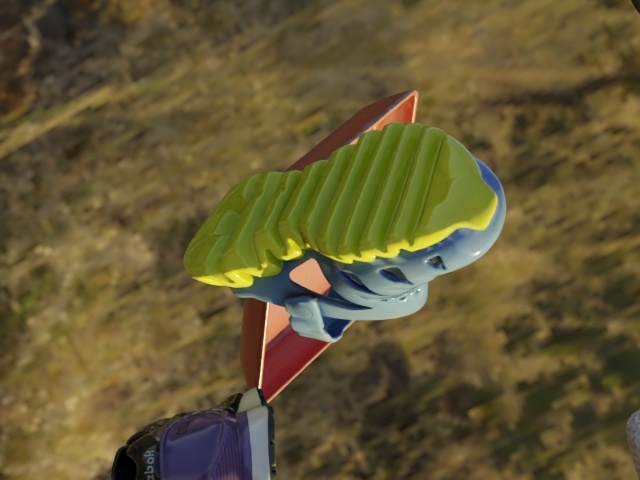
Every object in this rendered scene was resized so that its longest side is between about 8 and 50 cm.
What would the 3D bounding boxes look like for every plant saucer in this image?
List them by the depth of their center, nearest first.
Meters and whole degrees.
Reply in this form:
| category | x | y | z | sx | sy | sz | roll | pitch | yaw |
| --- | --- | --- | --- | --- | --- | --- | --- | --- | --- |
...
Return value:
| category | x | y | z | sx | sy | sz | roll | pitch | yaw |
| --- | --- | --- | --- | --- | --- | --- | --- | --- | --- |
| plant saucer | 0.000 | 0.000 | 1.938 | 0.259 | 0.048 | 0.258 | -42 | 148 | -45 |

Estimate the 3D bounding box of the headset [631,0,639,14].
| category | x | y | z | sx | sy | sz | roll | pitch | yaw |
| --- | --- | --- | --- | --- | --- | --- | --- | --- | --- |
| headset | 0.377 | -0.177 | 1.347 | 0.394 | 0.243 | 0.185 | 41 | 46 | -32 |

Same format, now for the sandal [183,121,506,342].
| category | x | y | z | sx | sy | sz | roll | pitch | yaw |
| --- | --- | --- | --- | --- | --- | --- | --- | --- | --- |
| sandal | 0.036 | 0.004 | 1.451 | 0.138 | 0.317 | 0.126 | 42 | 64 | -23 |

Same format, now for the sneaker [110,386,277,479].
| category | x | y | z | sx | sy | sz | roll | pitch | yaw |
| --- | --- | --- | --- | --- | --- | --- | --- | --- | --- |
| sneaker | -0.101 | 0.168 | 1.523 | 0.283 | 0.124 | 0.107 | 114 | -28 | -81 |

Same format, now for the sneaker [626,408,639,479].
| category | x | y | z | sx | sy | sz | roll | pitch | yaw |
| --- | --- | --- | --- | --- | --- | --- | --- | --- | --- |
| sneaker | 0.420 | 0.239 | 1.553 | 0.366 | 0.210 | 0.137 | 51 | -4 | 12 |
